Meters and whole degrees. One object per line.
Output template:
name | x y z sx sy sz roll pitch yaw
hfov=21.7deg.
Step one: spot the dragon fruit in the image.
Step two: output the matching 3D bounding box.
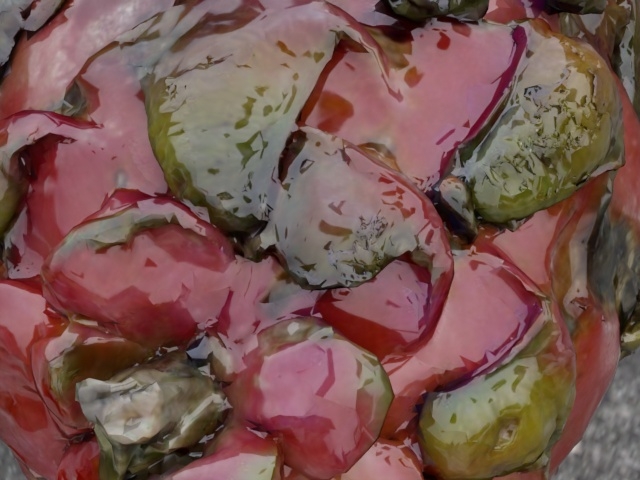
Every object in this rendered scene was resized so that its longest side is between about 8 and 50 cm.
dragon fruit | 0.000 0.000 0.549 0.250 0.269 0.291 -11 52 25
